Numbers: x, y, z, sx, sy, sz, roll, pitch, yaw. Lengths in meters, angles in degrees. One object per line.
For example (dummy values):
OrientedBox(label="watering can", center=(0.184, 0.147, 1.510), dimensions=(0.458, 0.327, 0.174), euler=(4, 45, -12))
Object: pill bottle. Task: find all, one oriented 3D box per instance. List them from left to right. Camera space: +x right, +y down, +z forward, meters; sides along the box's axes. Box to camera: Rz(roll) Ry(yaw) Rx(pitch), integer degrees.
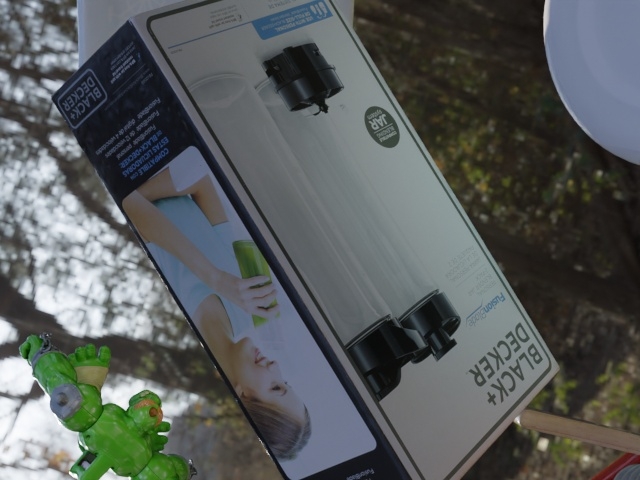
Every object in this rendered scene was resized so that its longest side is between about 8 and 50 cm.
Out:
OrientedBox(label="pill bottle", center=(0.249, -0.111, 0.574), dimensions=(0.264, 0.146, 0.146), euler=(-4, -60, -41))

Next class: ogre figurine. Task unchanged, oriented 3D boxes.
OrientedBox(label="ogre figurine", center=(-0.182, 0.167, 0.972), dimensions=(0.197, 0.096, 0.118), euler=(67, 170, -16))

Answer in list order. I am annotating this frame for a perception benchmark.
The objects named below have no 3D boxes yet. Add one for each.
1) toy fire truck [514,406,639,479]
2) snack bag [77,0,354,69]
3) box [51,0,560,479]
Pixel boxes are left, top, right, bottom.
OrientedBox(label="toy fire truck", center=(0.253, 0.207, 0.870), dimensions=(0.158, 0.246, 0.217), euler=(-30, -2, -21))
OrientedBox(label="snack bag", center=(-0.120, -0.317, 1.267), dimensions=(0.037, 0.342, 0.323), euler=(-122, 31, -61))
OrientedBox(label="box", center=(0.000, 0.000, 0.629), dimensions=(0.087, 0.290, 0.169), euler=(-31, -1, 41))
